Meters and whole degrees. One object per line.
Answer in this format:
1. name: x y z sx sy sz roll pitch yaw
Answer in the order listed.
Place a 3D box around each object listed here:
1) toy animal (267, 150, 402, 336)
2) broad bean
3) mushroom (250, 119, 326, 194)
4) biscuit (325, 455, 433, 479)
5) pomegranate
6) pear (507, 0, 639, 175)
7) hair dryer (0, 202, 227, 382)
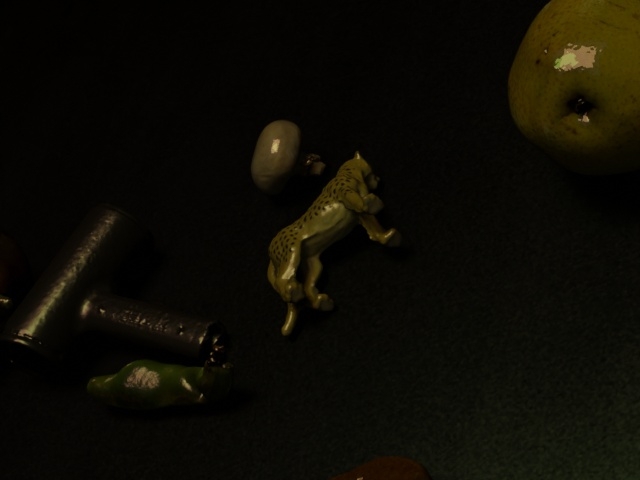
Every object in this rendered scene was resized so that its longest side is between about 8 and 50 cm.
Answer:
1. toy animal: 0.000 0.000 1.516 0.181 0.073 0.136 -48 32 7
2. broad bean: -0.152 0.144 1.494 0.195 0.061 0.046 -17 22 38
3. mushroom: -0.034 -0.087 1.614 0.079 0.085 0.085 13 50 -9
4. biscuit: -0.008 0.252 1.261 0.319 0.047 0.183 -11 20 33
5. pomegranate: -0.399 0.042 1.700 0.156 0.156 0.220 -32 20 7
6. pear: 0.269 -0.148 1.369 0.198 0.198 0.198 -19 44 20
7. hair dryer: -0.201 0.077 1.585 0.251 0.089 0.197 16 62 33
